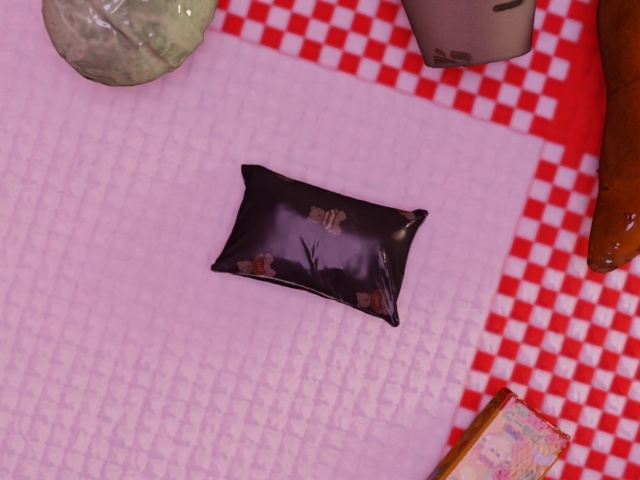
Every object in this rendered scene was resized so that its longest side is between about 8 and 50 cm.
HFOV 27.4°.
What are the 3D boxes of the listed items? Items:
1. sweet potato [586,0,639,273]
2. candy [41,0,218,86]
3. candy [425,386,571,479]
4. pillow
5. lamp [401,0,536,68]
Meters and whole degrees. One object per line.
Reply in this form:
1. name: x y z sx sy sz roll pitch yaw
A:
1. sweet potato: 0.258 -0.153 0.965 0.112 0.112 0.359 3 90 -3
2. candy: -0.030 -0.286 0.925 0.119 0.119 0.440 43 96 -4
3. candy: 0.130 0.177 1.007 0.062 0.038 0.122 39 91 -4
4. pillow: 0.000 0.000 0.988 0.150 0.048 0.090 17 94 -1
5. lamp: 0.101 -0.236 0.943 0.121 0.121 0.215 -8 105 -2
